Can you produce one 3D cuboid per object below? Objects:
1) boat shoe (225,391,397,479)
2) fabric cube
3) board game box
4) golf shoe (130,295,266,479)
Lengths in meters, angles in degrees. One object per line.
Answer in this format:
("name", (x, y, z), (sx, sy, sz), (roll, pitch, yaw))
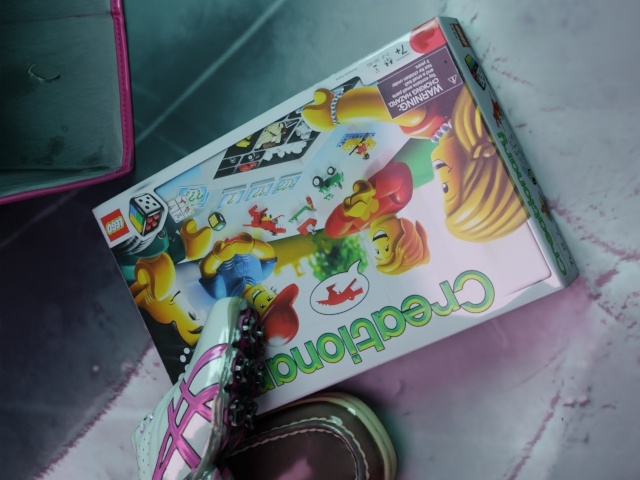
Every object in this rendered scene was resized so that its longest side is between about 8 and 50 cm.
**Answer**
("boat shoe", (-0.094, 0.230, 0.798), (0.342, 0.123, 0.123), (-32, 85, 25))
("fabric cube", (-0.316, -0.157, 0.763), (0.258, 0.254, 0.259), (0, 99, 23))
("board game box", (0.000, 0.000, 0.759), (0.305, 0.053, 0.193), (-26, 88, 25))
("golf shoe", (-0.090, 0.124, 0.726), (0.086, 0.067, 0.186), (9, 77, 17))
